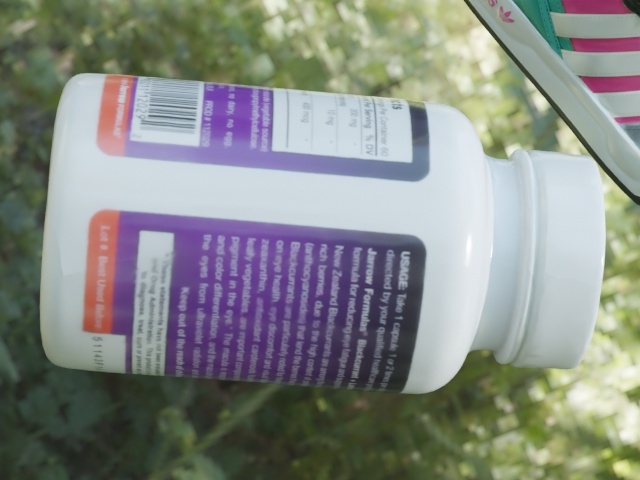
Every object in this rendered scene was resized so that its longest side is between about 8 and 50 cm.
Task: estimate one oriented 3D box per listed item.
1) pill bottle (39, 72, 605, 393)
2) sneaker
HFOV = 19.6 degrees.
[{"bbox_3d":[0.000,0.000,0.674,0.108,0.193,0.108,-175,-90,-86],"label":"pill bottle"},{"bbox_3d":[0.224,-0.137,1.105,0.295,0.178,0.124,46,37,-11],"label":"sneaker"}]
